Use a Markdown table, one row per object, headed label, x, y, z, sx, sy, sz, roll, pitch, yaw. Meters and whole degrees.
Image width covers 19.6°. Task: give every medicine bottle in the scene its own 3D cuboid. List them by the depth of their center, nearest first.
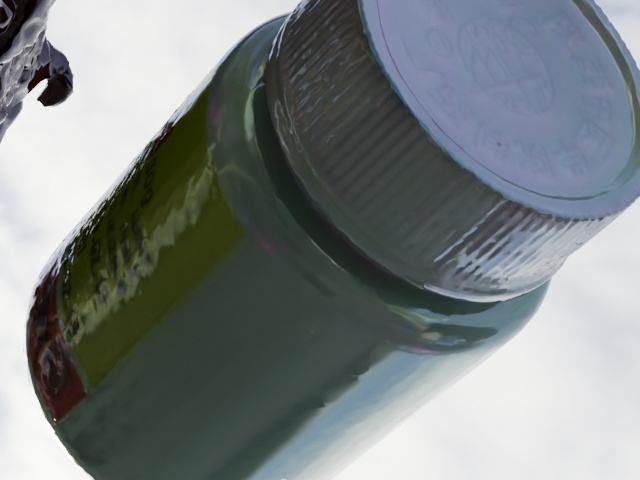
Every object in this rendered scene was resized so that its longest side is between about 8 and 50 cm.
| label | x | y | z | sx | sy | sz | roll | pitch | yaw |
| --- | --- | --- | --- | --- | --- | --- | --- | --- | --- |
| medicine bottle | 0.000 | 0.000 | 0.655 | 0.225 | 0.139 | 0.139 | -43 | -110 | 42 |

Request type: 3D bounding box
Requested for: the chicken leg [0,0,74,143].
| label | x | y | z | sx | sy | sz | roll | pitch | yaw |
| --- | --- | --- | --- | --- | --- | --- | --- | --- | --- |
| chicken leg | -0.127 | -0.124 | 0.774 | 0.083 | 0.177 | 0.322 | 33 | -83 | 24 |
